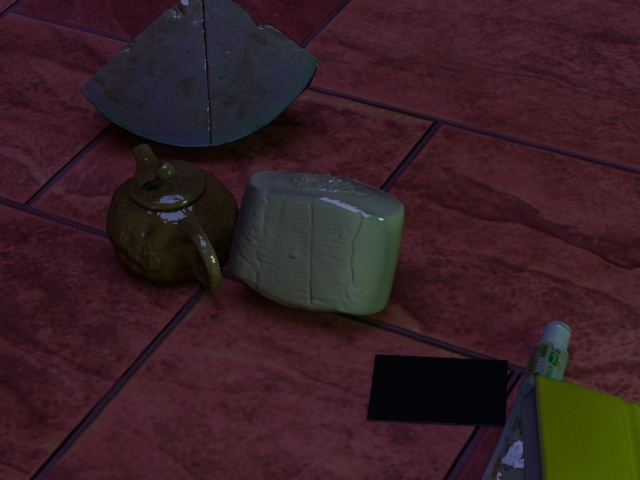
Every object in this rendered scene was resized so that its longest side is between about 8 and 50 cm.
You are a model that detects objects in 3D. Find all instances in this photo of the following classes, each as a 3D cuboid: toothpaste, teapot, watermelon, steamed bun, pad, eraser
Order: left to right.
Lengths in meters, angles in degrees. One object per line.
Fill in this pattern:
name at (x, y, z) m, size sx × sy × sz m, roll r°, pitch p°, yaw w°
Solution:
teapot at (-0.225, -0.045, 2.258) m, size 0.203 × 0.167 × 0.311 m, roll -19°, pitch 42°, yaw -16°
watermelon at (-0.191, -0.288, 2.538) m, size 0.292 × 0.319 × 0.222 m, roll 41°, pitch 14°, yaw -3°
steamed bun at (0.000, 0.000, 2.163) m, size 0.250 × 0.200 × 0.155 m, roll 15°, pitch 20°, yaw 19°
pad at (0.163, 0.207, 2.040) m, size 0.190 × 0.004 × 0.127 m, roll 2°, pitch 41°, yaw 8°
toothpaste at (0.284, 0.230, 1.965) m, size 0.058 × 0.056 × 0.314 m, roll -33°, pitch 23°, yaw 45°
eraser at (0.335, 0.281, 1.843) m, size 0.158 × 0.069 × 0.226 m, roll 19°, pitch 37°, yaw -9°
